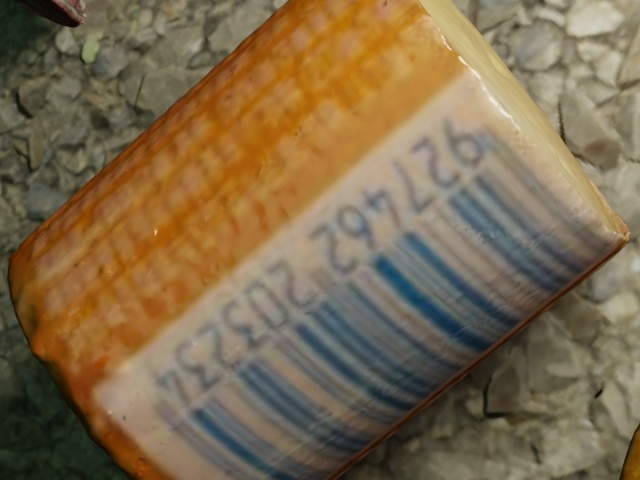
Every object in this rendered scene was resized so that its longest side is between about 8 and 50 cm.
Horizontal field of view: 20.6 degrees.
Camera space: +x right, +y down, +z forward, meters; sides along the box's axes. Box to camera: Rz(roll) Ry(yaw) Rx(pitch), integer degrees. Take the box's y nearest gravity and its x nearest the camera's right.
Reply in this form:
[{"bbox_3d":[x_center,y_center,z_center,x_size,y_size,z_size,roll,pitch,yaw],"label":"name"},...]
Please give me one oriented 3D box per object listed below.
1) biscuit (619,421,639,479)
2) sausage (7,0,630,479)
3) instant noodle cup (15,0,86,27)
[{"bbox_3d":[0.308,0.196,0.849,0.350,0.070,0.394,-13,61,30],"label":"biscuit"},{"bbox_3d":[0.000,0.000,0.996,0.287,0.233,0.233,-42,62,14],"label":"sausage"},{"bbox_3d":[-0.204,-0.302,1.186,0.243,0.243,0.231,31,87,30],"label":"instant noodle cup"}]
